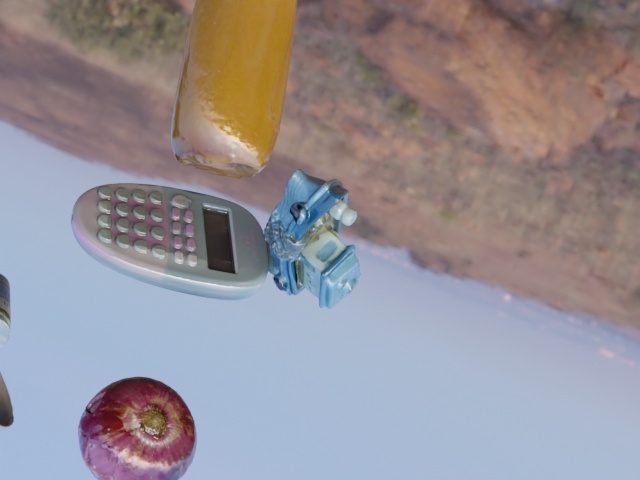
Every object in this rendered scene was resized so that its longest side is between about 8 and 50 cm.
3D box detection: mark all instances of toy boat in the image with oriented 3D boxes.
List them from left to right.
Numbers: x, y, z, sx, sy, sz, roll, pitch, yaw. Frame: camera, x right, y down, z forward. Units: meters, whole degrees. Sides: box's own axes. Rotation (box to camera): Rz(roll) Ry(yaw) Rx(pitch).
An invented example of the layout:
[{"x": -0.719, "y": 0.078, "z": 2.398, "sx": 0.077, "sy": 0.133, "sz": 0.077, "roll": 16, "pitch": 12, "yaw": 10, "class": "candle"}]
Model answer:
[{"x": 0.000, "y": 0.000, "z": 1.659, "sx": 0.098, "sy": 0.109, "sz": 0.238, "roll": 41, "pitch": 157, "yaw": 19, "class": "toy boat"}]

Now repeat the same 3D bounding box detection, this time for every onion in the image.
[{"x": -0.265, "y": 0.285, "z": 2.069, "sx": 0.177, "sy": 0.177, "sz": 0.153, "roll": 23, "pitch": 170, "yaw": -19, "class": "onion"}]

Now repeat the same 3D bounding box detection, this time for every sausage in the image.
[{"x": -0.086, "y": -0.251, "z": 1.605, "sx": 0.116, "sy": 0.353, "sz": 0.134, "roll": 14, "pitch": 172, "yaw": -29, "class": "sausage"}]

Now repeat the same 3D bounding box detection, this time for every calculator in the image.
[{"x": -0.164, "y": 0.002, "z": 1.779, "sx": 0.299, "sy": 0.041, "sz": 0.185, "roll": 12, "pitch": -144, "yaw": -19, "class": "calculator"}]

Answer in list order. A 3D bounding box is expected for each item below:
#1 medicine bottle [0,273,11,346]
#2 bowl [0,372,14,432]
[{"x": -0.480, "y": 0.101, "z": 2.093, "sx": 0.051, "sy": 0.051, "sz": 0.191, "roll": 23, "pitch": -168, "yaw": -20, "class": "medicine bottle"}, {"x": -0.577, "y": 0.181, "z": 2.054, "sx": 0.287, "sy": 0.144, "sz": 0.287, "roll": 59, "pitch": 178, "yaw": 4, "class": "bowl"}]
